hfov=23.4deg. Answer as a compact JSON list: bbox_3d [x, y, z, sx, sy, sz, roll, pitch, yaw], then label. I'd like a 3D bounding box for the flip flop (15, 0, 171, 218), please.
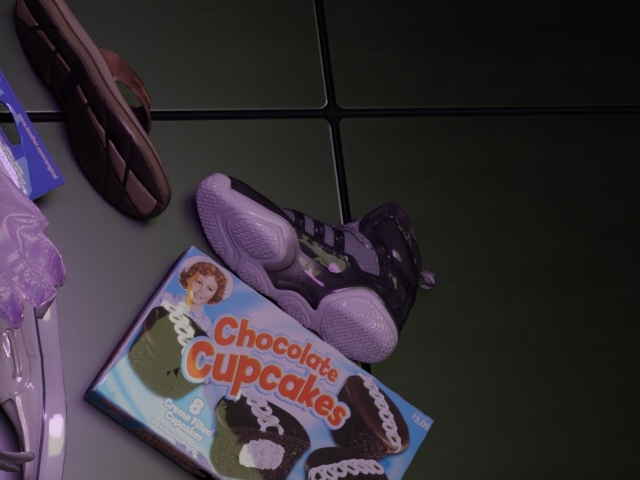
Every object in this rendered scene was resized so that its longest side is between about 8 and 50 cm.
[{"bbox_3d":[-0.225,-0.153,1.606,0.080,0.112,0.277,-25,81,-39],"label":"flip flop"}]

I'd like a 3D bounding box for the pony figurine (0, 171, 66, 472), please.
[{"bbox_3d":[-0.394,0.022,1.338,0.363,0.303,0.351,-10,51,-37],"label":"pony figurine"}]

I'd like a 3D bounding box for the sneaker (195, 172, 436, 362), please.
[{"bbox_3d":[0.000,0.000,1.652,0.268,0.101,0.153,41,54,2],"label":"sneaker"}]

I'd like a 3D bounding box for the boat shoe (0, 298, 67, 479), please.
[{"bbox_3d":[-0.299,0.127,1.513,0.084,0.095,0.258,-3,67,-17],"label":"boat shoe"}]

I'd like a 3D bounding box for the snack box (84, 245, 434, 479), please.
[{"bbox_3d":[-0.060,0.175,1.599,0.322,0.060,0.187,36,66,-9],"label":"snack box"}]

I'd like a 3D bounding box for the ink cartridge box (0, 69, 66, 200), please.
[{"bbox_3d":[-0.429,-0.057,1.518,0.311,0.065,0.186,-31,91,-22],"label":"ink cartridge box"}]
